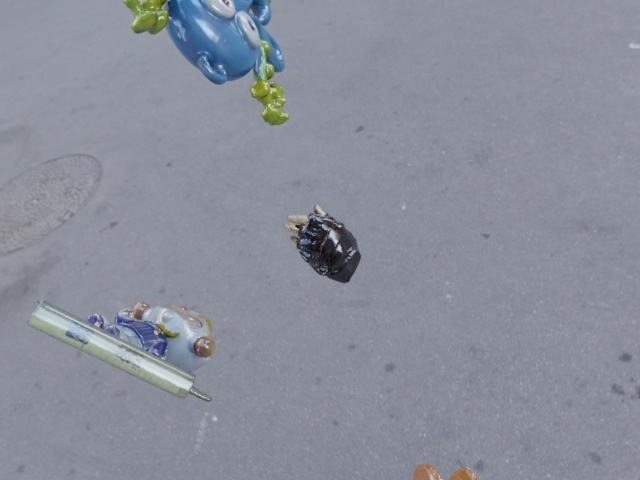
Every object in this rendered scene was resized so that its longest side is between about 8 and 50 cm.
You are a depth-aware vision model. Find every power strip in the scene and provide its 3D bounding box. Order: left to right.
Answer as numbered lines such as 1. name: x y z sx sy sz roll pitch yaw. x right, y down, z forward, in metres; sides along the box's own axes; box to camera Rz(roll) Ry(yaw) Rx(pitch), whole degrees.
1. power strip: -0.264 0.160 0.627 0.092 0.267 0.034 -27 34 60

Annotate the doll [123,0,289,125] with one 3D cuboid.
1. doll: -0.142 -0.354 0.704 0.098 0.346 0.342 -16 58 28

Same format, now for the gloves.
1. gloves: 0.000 0.000 1.155 0.124 0.203 0.165 -14 52 53

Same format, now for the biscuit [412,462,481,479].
1. biscuit: 0.227 0.462 0.794 0.036 0.192 0.186 4 42 -22

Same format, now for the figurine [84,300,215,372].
1. figurine: -0.289 0.184 0.831 0.193 0.274 0.133 21 88 3
